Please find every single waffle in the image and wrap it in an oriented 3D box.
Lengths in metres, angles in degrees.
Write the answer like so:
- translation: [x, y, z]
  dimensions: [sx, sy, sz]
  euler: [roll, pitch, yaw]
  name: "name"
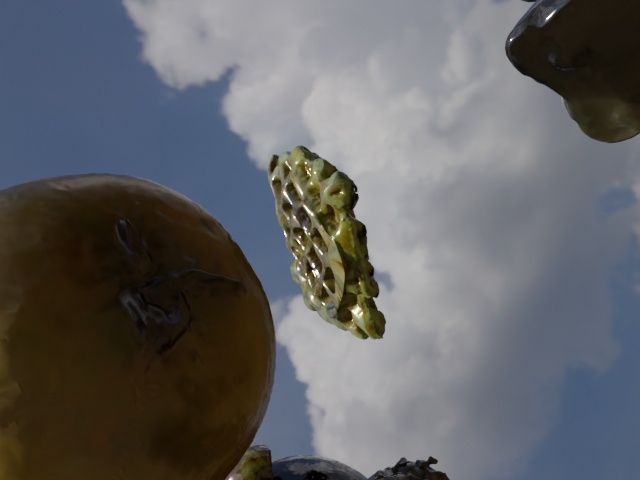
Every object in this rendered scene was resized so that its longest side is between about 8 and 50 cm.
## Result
- translation: [-0.003, 0.001, 1.096]
  dimensions: [0.054, 0.204, 0.223]
  euler: [-19, -72, -17]
  name: "waffle"

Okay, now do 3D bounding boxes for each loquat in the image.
- translation: [-0.217, 0.111, 0.859]
  dimensions: [0.328, 0.359, 0.328]
  euler: [19, -127, -28]
  name: "loquat"

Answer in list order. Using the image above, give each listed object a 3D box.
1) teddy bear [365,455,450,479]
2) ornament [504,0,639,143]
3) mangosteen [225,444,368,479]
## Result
- translation: [0.076, 0.236, 0.767]
  dimensions: [0.296, 0.246, 0.222]
  euler: [-60, -31, -60]
  name: "teddy bear"
- translation: [0.219, -0.206, 0.535]
  dimensions: [0.106, 0.251, 0.260]
  euler: [39, -139, -28]
  name: "ornament"
- translation: [-0.039, 0.333, 1.048]
  dimensions: [0.265, 0.228, 0.228]
  euler: [36, -104, -30]
  name: "mangosteen"
